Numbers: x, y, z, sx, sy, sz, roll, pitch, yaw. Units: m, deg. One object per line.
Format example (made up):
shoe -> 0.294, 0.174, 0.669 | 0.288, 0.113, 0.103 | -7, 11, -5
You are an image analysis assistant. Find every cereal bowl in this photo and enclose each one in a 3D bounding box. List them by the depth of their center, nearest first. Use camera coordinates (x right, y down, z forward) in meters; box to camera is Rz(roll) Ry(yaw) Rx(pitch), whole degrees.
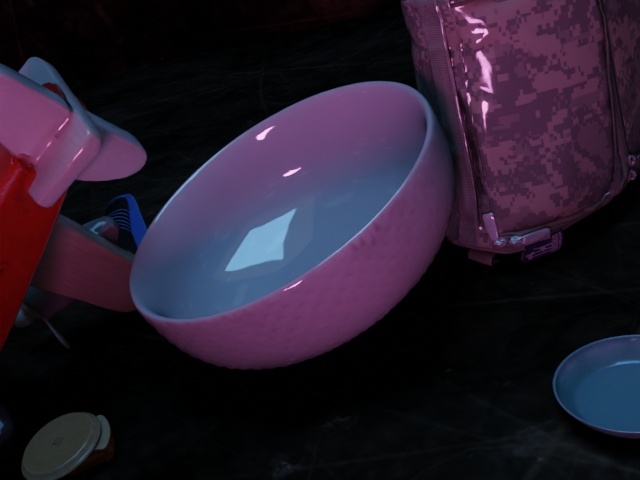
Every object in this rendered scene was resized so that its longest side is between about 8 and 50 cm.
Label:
cereal bowl -> -0.012, -0.001, 0.819 | 0.339, 0.141, 0.339 | -26, 31, 17

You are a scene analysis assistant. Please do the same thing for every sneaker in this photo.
sneaker -> -0.278, 0.001, 1.101 | 0.090, 0.081, 0.232 | -15, 24, -15

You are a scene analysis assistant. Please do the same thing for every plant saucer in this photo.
plant saucer -> 0.237, 0.112, 0.618 | 0.119, 0.021, 0.119 | -13, 25, 6

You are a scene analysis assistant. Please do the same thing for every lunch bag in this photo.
lunch bag -> 0.211, -0.157, 0.886 | 0.256, 0.305, 0.212 | -30, 25, -37

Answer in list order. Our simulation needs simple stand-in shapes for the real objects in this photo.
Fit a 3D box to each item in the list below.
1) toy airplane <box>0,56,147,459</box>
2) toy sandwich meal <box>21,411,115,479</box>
toy airplane -> -0.355, -0.007, 0.793 | 0.272, 0.386, 0.384 | 23, 43, 37
toy sandwich meal -> -0.224, 0.187, 0.734 | 0.085, 0.029, 0.085 | -17, 33, 12
